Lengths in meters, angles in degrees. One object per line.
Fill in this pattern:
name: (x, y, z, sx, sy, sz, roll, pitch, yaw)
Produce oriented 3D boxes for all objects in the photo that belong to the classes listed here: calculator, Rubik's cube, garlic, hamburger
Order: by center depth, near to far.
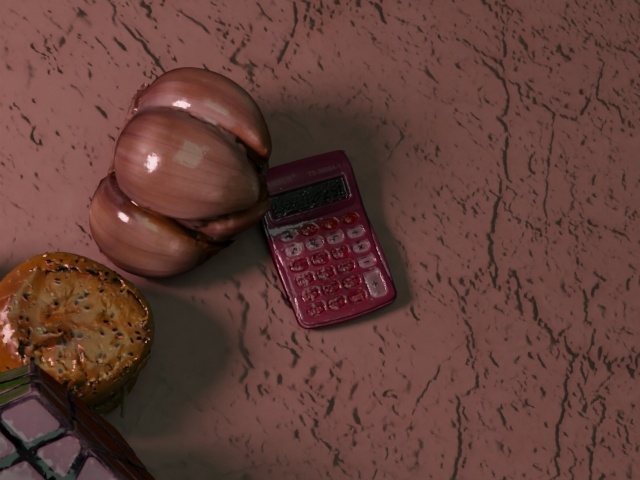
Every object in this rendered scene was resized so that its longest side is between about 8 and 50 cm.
Rubik's cube: (-0.301, 0.274, 1.856, 0.264, 0.319, 0.319, 17, 62, 20)
hamburger: (-0.252, 0.103, 2.023, 0.177, 0.113, 0.185, -31, 79, -25)
garlic: (-0.150, -0.075, 2.091, 0.191, 0.160, 0.214, 20, 59, 14)
calculator: (0.000, 0.000, 2.181, 0.127, 0.034, 0.190, -16, 80, -22)
